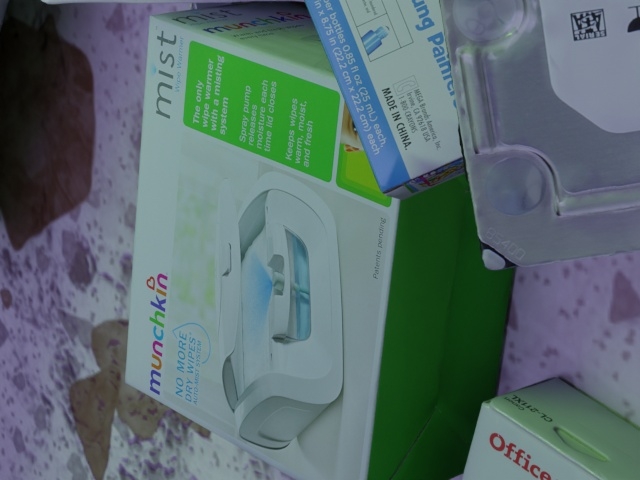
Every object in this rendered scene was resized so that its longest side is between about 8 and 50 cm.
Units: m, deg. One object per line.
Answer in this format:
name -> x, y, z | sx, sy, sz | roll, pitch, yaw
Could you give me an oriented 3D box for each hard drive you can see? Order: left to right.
hard drive -> 0.163, -0.164, 0.759 | 0.237, 0.064, 0.339 | -7, 109, 8

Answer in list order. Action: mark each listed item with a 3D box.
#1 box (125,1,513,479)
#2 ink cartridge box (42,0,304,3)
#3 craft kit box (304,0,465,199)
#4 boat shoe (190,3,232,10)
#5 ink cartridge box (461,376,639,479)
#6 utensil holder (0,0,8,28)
box -> 0.000, 0.000, 1.064 | 0.231, 0.126, 0.262 | 24, 117, 38
ink cartridge box -> -0.094, -0.317, 0.998 | 0.207, 0.119, 0.353 | -1, 100, 2
craft kit box -> 0.102, -0.182, 0.870 | 0.246, 0.061, 0.250 | -23, 81, 15
boat shoe -> -0.073, -0.132, 1.176 | 0.035, 0.035, 0.100 | -176, 72, -74
ink cartridge box -> 0.144, 0.189, 0.994 | 0.127, 0.072, 0.175 | 33, 122, 37
utensil holder -> -0.396, -0.204, 1.289 | 0.327, 0.327, 0.385 | 44, 125, 30
